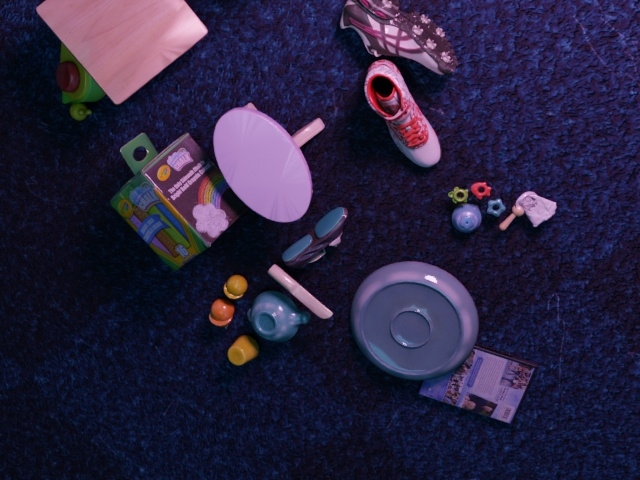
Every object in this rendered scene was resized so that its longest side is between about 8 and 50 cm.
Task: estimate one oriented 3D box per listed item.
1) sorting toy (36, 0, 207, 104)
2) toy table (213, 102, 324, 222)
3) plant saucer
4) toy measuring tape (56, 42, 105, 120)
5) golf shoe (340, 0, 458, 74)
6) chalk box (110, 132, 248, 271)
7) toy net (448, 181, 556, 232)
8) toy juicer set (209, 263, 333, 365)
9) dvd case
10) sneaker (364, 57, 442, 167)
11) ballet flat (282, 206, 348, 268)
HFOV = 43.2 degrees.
[{"bbox_3d":[-0.424,-0.464,1.747,0.257,0.089,0.255,-41,98,-9],"label":"sorting toy"},{"bbox_3d":[-0.111,-0.187,1.809,0.252,0.161,0.274,-19,108,16],"label":"toy table"},{"bbox_3d":[0.222,0.206,1.955,0.317,0.044,0.318,5,111,13],"label":"plant saucer"},{"bbox_3d":[-0.525,-0.429,1.812,0.121,0.121,0.330,11,108,6],"label":"toy measuring tape"},{"bbox_3d":[0.168,-0.431,1.709,0.272,0.105,0.120,39,131,-2],"label":"golf shoe"},{"bbox_3d":[-0.342,-0.109,1.845,0.289,0.180,0.179,49,137,-9],"label":"chalk box"},{"bbox_3d":[0.410,-0.082,1.822,0.232,0.045,0.122,-7,108,11],"label":"toy net"},{"bbox_3d":[-0.134,0.159,1.998,0.329,0.089,0.209,-32,90,28],"label":"toy juicer set"},{"bbox_3d":[0.388,0.343,2.006,0.252,0.022,0.181,18,113,3],"label":"dvd case"},{"bbox_3d":[0.174,-0.257,1.737,0.090,0.145,0.270,-24,106,18],"label":"sneaker"},{"bbox_3d":[0.000,0.000,1.920,0.203,0.074,0.074,-40,100,15],"label":"ballet flat"}]
